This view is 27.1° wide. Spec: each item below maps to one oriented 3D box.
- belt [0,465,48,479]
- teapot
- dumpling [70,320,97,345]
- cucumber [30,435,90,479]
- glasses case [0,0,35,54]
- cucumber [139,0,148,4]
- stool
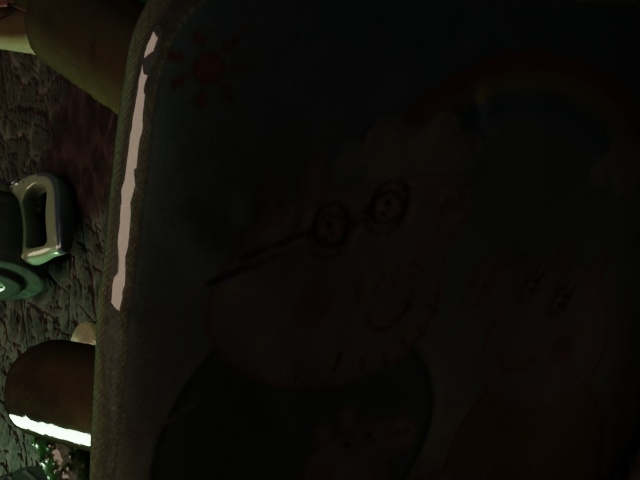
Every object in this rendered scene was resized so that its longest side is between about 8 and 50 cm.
[{"bbox_3d":[-0.271,0.312,1.249,0.151,0.078,0.198,2,95,51],"label":"belt"},{"bbox_3d":[-0.310,-0.011,1.280,0.149,0.111,0.108,-37,47,53],"label":"teapot"},{"bbox_3d":[-0.198,0.101,1.171,0.076,0.052,0.057,17,93,42],"label":"dumpling"},{"bbox_3d":[-0.214,0.208,1.187,0.069,0.069,0.227,-50,55,41],"label":"cucumber"},{"bbox_3d":[-0.328,-0.283,1.304,0.070,0.102,0.193,-39,60,39],"label":"glasses case"},{"bbox_3d":[-0.141,-0.198,1.105,0.155,0.037,0.037,35,118,48],"label":"cucumber"},{"bbox_3d":[0.000,0.000,0.702,0.226,0.310,0.310,28,114,56],"label":"stool"}]
